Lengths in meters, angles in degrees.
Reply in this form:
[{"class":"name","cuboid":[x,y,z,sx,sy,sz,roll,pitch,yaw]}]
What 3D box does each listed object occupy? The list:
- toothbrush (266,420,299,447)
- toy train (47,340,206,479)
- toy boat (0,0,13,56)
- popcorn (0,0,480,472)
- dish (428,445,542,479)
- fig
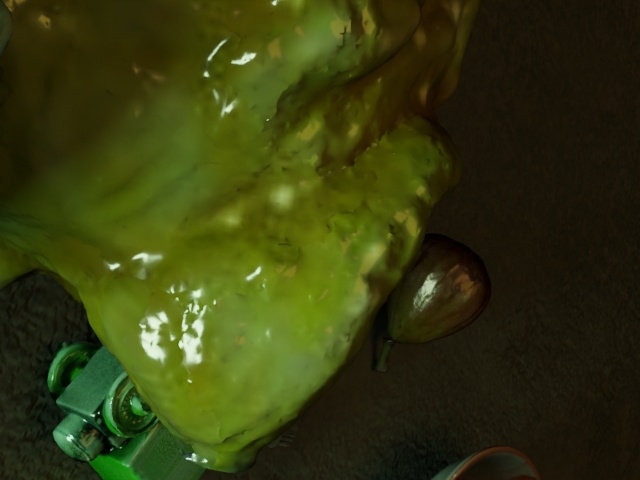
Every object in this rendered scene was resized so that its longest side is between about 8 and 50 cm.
[{"class":"toothbrush","cuboid":[-0.002,-0.001,0.746,0.031,0.023,0.321,19,81,-56]},{"class":"toy train","cuboid":[-0.070,0.052,0.634,0.251,0.085,0.119,-52,135,-29]},{"class":"toy boat","cuboid":[-0.258,-0.029,0.282,0.332,0.133,0.145,-16,105,-7]},{"class":"popcorn","cuboid":[-0.049,-0.070,0.453,0.321,0.290,0.326,8,51,-22]},{"class":"dish","cuboid":[0.109,0.304,0.866,0.260,0.085,0.260,-9,101,-51]},{"class":"fig","cuboid":[0.084,0.057,0.818,0.125,0.089,0.089,-50,131,-9]}]
